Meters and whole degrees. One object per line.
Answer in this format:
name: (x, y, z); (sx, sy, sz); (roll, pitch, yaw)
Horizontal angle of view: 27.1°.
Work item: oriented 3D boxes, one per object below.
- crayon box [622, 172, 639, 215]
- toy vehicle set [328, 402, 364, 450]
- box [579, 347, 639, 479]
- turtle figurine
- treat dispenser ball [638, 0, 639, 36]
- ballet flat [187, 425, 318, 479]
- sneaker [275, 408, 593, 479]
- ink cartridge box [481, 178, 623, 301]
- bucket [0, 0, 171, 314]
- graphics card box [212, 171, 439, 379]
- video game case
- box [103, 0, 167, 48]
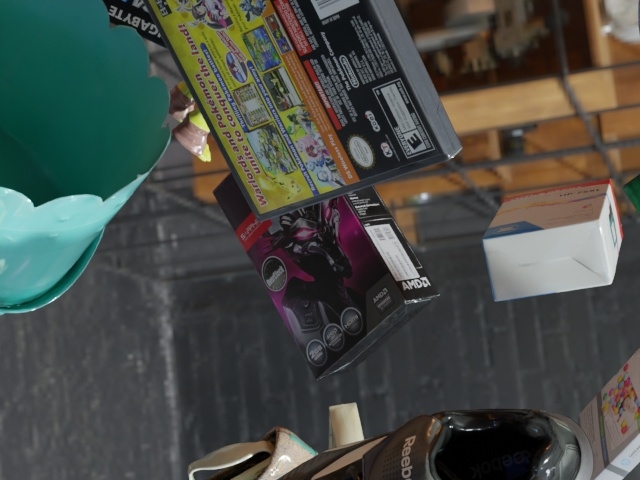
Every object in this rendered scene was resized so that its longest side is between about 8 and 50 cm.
crayon box: (0.300, 0.016, 0.786); (0.278, 0.081, 0.165); (-2, 57, -57)
toy vehicle set: (0.047, 0.356, 1.631); (0.166, 0.035, 0.267); (90, -9, -48)
box: (0.430, 0.242, 1.846); (0.186, 0.038, 0.145); (-56, -164, 36)
turtle figurine: (-0.087, -0.196, 1.538); (0.087, 0.217, 0.269); (23, 28, -52)
treat dispenser ball: (0.431, -0.208, 1.189); (0.288, 0.288, 0.288); (-8, 90, -74)
ballet flat: (-0.148, 0.317, 1.585); (0.106, 0.316, 0.107); (55, 5, -28)
sneaker: (0.049, 0.147, 0.811); (0.106, 0.234, 0.078); (54, 21, -68)
ink cartridge box: (0.274, -0.009, 1.542); (0.231, 0.134, 0.078); (-47, 125, -68)
bucket: (-0.278, -0.082, 1.093); (0.281, 0.183, 0.281); (20, 44, -21)
graphics card box: (0.000, 0.000, 2.061); (0.094, 0.233, 0.371); (-8, 62, -49)
video game case: (-0.027, -0.170, 1.251); (0.035, 0.248, 0.275); (-40, 108, -47)
box: (-0.231, -0.278, 1.441); (0.175, 0.220, 0.051); (-81, -164, -76)
